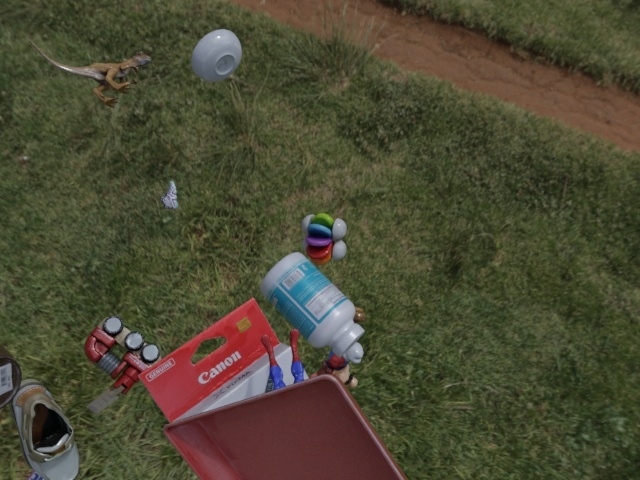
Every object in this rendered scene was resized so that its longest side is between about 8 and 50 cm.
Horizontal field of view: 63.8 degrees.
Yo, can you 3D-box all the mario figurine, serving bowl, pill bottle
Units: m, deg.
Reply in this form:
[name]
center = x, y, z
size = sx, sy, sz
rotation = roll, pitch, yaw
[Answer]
[mario figurine]
center = 0.086, 0.370, 1.612
size = 0.170, 0.198, 0.321
rotation = 18, 94, 35
[serving bowl]
center = -0.150, -0.269, 0.767
size = 0.083, 0.083, 0.027
rotation = -34, 68, -16
[pill bottle]
center = -0.015, 0.164, 1.280
size = 0.146, 0.146, 0.264
rotation = -41, 75, -18

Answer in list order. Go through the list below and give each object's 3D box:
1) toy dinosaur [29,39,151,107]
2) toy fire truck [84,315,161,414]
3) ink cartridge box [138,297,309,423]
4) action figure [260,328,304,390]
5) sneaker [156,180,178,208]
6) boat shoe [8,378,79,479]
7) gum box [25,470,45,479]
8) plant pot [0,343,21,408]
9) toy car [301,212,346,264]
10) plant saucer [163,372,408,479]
[toy dinosaur]
center = -0.419, -0.314, 0.972
size = 0.211, 0.064, 0.112
rotation = -19, 72, -42
[toy fire truck]
center = -0.645, 0.391, 1.578
size = 0.217, 0.158, 0.246
rotation = 38, 60, -3
[ink cartridge box]
center = -0.187, 0.311, 1.099
size = 0.296, 0.066, 0.261
rotation = -34, 104, -24
[action figure]
center = -0.050, 0.274, 0.909
size = 0.091, 0.139, 0.280
rotation = -11, 53, -8
[sneaker]
center = -0.539, -0.157, 1.798
size = 0.069, 0.038, 0.098
rotation = -8, 95, -25
[boat shoe]
center = -0.649, 0.476, 1.223
size = 0.103, 0.302, 0.113
rotation = 15, 37, 42
[gum box]
center = -0.791, 0.758, 1.533
size = 0.188, 0.062, 0.107
rotation = 42, 52, -14
[plant pot]
center = -0.713, 0.257, 1.010
size = 0.230, 0.215, 0.215
rotation = 7, 68, 22
[toy car]
center = 0.000, 0.000, 1.783
size = 0.159, 0.182, 0.136
rotation = 11, 28, 22
[plant saucer]
center = -0.017, 0.272, 0.597
size = 0.259, 0.258, 0.048
rotation = 57, 30, -13
